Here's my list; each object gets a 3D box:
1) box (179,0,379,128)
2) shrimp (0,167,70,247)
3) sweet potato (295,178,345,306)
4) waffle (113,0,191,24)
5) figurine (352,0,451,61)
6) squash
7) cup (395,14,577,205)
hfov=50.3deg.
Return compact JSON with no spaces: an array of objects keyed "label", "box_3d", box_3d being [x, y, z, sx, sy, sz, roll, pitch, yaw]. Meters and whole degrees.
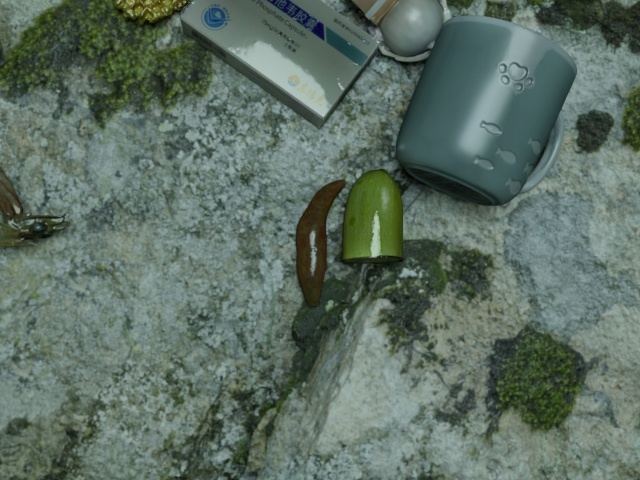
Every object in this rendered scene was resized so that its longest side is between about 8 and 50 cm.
[{"label":"box","box_3d":[-0.080,-0.401,1.339,0.343,0.065,0.200,35,80,2]},{"label":"shrimp","box_3d":[-0.605,-0.071,1.235,0.318,0.077,0.168,7,77,-1]},{"label":"sweet potato","box_3d":[-0.009,-0.005,1.286,0.078,0.058,0.255,15,76,-19]},{"label":"waffle","box_3d":[-0.333,-0.515,1.350,0.191,0.038,0.191,1,80,-6]},{"label":"figurine","box_3d":[0.155,-0.452,1.347,0.237,0.141,0.162,41,108,0]},{"label":"squash","box_3d":[0.102,-0.046,1.270,0.123,0.123,0.186,5,81,-4]},{"label":"cup","box_3d":[0.322,-0.204,1.267,0.357,0.259,0.274,26,89,-35]}]
